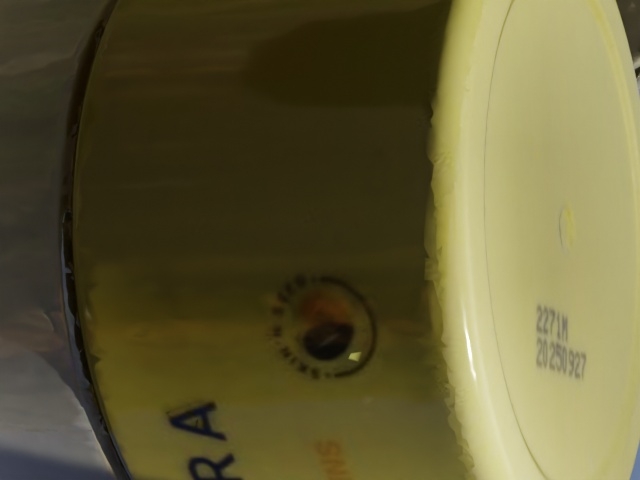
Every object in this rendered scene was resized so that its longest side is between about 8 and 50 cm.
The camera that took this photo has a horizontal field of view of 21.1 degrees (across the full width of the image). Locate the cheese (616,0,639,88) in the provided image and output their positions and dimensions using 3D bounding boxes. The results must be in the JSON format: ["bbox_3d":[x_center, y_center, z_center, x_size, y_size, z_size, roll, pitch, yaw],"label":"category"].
[{"bbox_3d":[0.162,-0.119,0.913,0.400,0.085,0.034,-35,161,3],"label":"cheese"}]

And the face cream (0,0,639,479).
[{"bbox_3d":[0.000,0.000,0.581,0.179,0.218,0.218,-3,-171,25],"label":"face cream"}]
